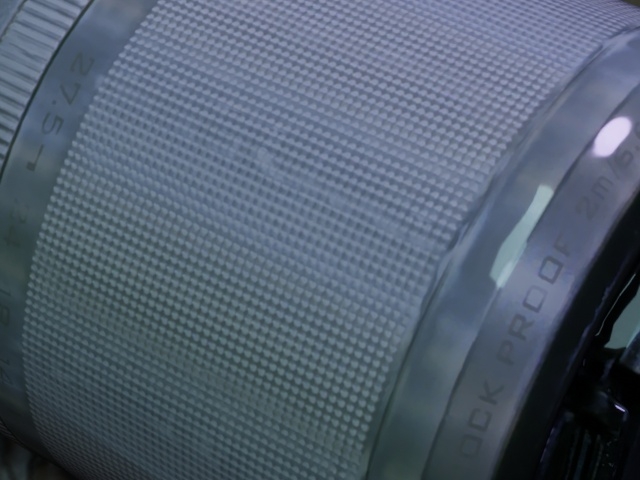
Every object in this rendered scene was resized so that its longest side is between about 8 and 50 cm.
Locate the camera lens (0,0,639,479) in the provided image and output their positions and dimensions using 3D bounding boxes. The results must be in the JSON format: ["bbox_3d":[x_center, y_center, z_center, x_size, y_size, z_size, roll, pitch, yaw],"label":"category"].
[{"bbox_3d":[0.000,0.000,0.552,0.274,0.219,0.219,26,66,26],"label":"camera lens"}]
